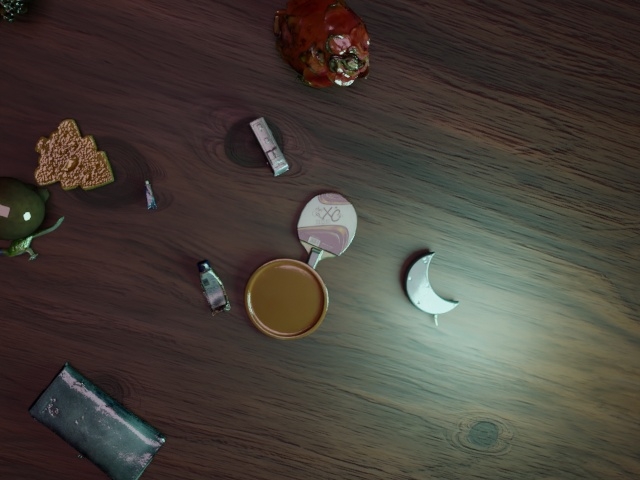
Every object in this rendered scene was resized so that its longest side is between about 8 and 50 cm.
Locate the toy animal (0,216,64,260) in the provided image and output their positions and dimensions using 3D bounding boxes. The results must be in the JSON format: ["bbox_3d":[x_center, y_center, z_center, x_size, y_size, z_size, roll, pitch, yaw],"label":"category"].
[{"bbox_3d":[-0.822,0.010,1.801,0.216,0.041,0.075,-26,94,-6],"label":"toy animal"}]

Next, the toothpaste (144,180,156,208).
[{"bbox_3d":[-0.497,-0.132,1.823,0.027,0.019,0.083,-13,96,-27],"label":"toothpaste"}]

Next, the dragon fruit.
[{"bbox_3d":[0.007,-0.546,1.725,0.314,0.250,0.251,9,94,38],"label":"dragon fruit"}]

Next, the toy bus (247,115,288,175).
[{"bbox_3d":[-0.151,-0.272,1.812,0.057,0.072,0.172,-28,96,-6],"label":"toy bus"}]

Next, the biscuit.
[{"bbox_3d":[-0.700,-0.225,1.793,0.238,0.041,0.212,27,86,-5],"label":"biscuit"}]

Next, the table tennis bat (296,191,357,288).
[{"bbox_3d":[0.000,0.000,1.866,0.173,0.022,0.301,24,90,-3],"label":"table tennis bat"}]

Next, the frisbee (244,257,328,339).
[{"bbox_3d":[-0.101,0.173,1.853,0.250,0.021,0.251,1,100,3],"label":"frisbee"}]

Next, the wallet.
[{"bbox_3d":[-0.656,0.547,1.842,0.379,0.046,0.191,39,89,-5],"label":"wallet"}]

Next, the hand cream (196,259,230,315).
[{"bbox_3d":[-0.320,0.137,1.847,0.062,0.039,0.163,-20,101,-4],"label":"hand cream"}]

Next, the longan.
[{"bbox_3d":[-0.851,-0.096,1.737,0.204,0.159,0.185,-33,82,-38],"label":"longan"}]

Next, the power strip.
[{"bbox_3d":[0.328,0.151,1.886,0.137,0.044,0.216,-25,95,-2],"label":"power strip"}]

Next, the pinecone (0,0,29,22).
[{"bbox_3d":[-0.910,-0.696,1.656,0.291,0.246,0.247,-3,94,9],"label":"pinecone"}]
